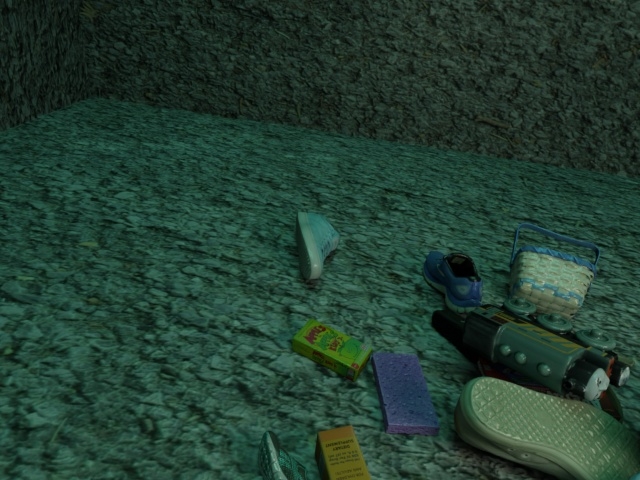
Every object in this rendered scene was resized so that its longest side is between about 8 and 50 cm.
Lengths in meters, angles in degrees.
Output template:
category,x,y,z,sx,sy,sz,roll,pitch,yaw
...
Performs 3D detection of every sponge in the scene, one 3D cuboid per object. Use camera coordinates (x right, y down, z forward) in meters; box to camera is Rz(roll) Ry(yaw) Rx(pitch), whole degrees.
category,x,y,z,sx,sy,sz,roll,pitch,yaw
sponge,0.192,0.350,1.007,0.117,0.031,0.210,4,31,-6

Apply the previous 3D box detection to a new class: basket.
category,x,y,z,sx,sy,sz,roll,pitch,yaw
basket,0.723,0.089,1.363,0.255,0.201,0.289,21,65,20

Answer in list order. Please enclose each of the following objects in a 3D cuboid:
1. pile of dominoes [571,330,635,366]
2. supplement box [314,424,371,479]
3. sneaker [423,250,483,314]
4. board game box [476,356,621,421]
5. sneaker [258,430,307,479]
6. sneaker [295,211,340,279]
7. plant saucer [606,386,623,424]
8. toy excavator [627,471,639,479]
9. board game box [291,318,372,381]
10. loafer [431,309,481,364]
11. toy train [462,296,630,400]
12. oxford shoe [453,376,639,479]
category,x,y,z,sx,sy,sz,roll,pitch,yaw
pile of dominoes,0.623,0.299,1.096,0.251,0.040,0.196,-7,20,-19
supplement box,0.055,0.454,0.760,0.078,0.080,0.233,-4,35,-16
sneaker,0.424,0.096,1.350,0.129,0.147,0.330,3,19,-10
board game box,0.527,0.349,1.014,0.281,0.027,0.145,6,32,-2
sneaker,-0.063,0.431,0.804,0.076,0.065,0.166,8,30,-34
sneaker,0.000,0.000,1.444,0.150,0.135,0.366,0,33,-7
plant saucer,0.577,0.370,1.054,0.278,0.041,0.278,6,32,-4
toy excavator,0.508,0.501,0.700,0.433,0.222,0.445,-16,25,-36
board game box,0.028,0.272,1.086,0.181,0.043,0.092,22,34,22
loafer,0.403,0.252,1.168,0.078,0.080,0.220,-12,36,-29
toy train,0.488,0.241,0.972,0.190,0.142,0.334,-10,22,-34
oxford shoe,0.471,0.407,0.881,0.449,0.130,0.169,22,50,-3
